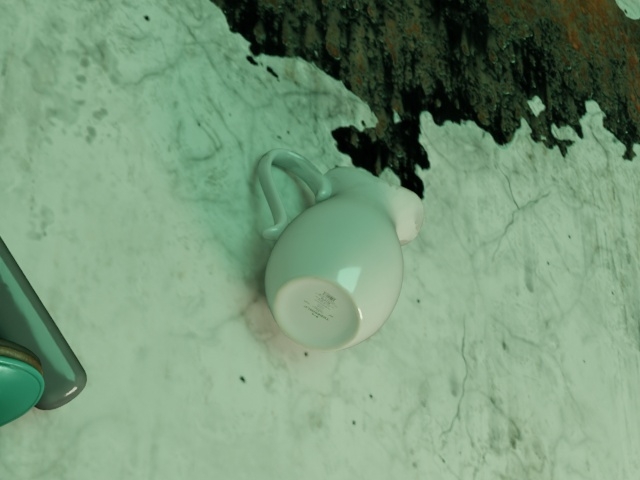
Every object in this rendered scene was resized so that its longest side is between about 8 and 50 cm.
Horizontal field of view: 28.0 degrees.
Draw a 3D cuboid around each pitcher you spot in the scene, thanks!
[{"bbox_3d":[0.000,0.000,1.219,0.178,0.125,0.207,29,35,-2],"label":"pitcher"}]

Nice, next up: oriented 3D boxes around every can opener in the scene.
[{"bbox_3d":[-0.289,0.017,0.970,0.095,0.076,0.283,-32,92,-16],"label":"can opener"}]

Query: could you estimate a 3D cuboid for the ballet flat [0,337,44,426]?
[{"bbox_3d":[-0.323,0.096,0.855,0.280,0.095,0.096,-10,43,-44],"label":"ballet flat"}]
